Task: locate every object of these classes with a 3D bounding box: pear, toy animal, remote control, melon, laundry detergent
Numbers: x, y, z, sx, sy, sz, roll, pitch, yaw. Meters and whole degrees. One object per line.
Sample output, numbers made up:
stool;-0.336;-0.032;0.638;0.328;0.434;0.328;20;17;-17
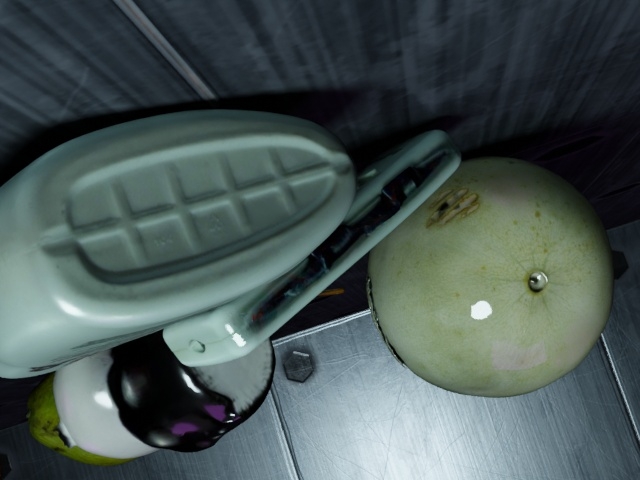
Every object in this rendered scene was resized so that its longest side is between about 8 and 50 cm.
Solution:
pear;-0.398;0.303;1.943;0.269;0.212;0.212;-6;168;-22
toy animal;-0.240;0.200;1.532;0.310;0.251;0.251;-32;165;35
remote control;0.000;0.000;0.920;0.296;0.056;0.140;-40;-168;-29
melon;0.180;0.042;1.197;0.268;0.269;0.330;-17;-176;-10
laundry detergent;-0.168;0.025;0.819;0.264;0.125;0.398;-21;176;-35

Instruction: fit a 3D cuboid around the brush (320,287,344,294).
brush;-0.080;0.096;1.785;0.314;0.017;0.090;-3;175;-40
